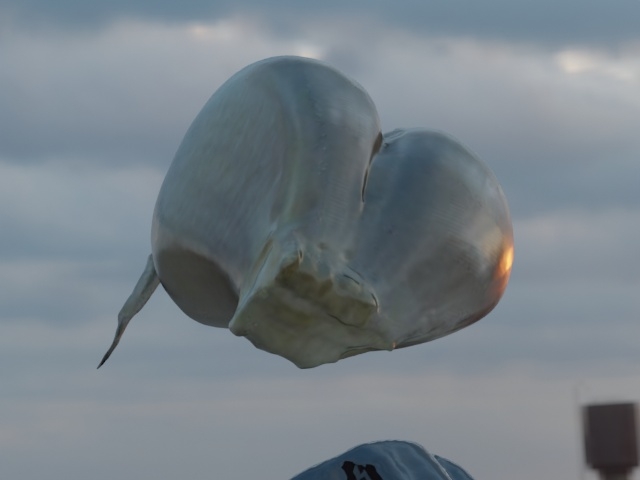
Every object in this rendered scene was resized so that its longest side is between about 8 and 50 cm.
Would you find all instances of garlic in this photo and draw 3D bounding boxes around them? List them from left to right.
[{"bbox_3d":[0.000,0.000,1.476,0.231,0.245,0.340,20,-16,-23],"label":"garlic"}]

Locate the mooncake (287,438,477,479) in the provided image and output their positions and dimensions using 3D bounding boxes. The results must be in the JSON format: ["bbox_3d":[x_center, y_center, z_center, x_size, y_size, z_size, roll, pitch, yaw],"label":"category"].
[{"bbox_3d":[0.046,0.315,1.706,0.283,0.283,0.141,4,29,-39],"label":"mooncake"}]
